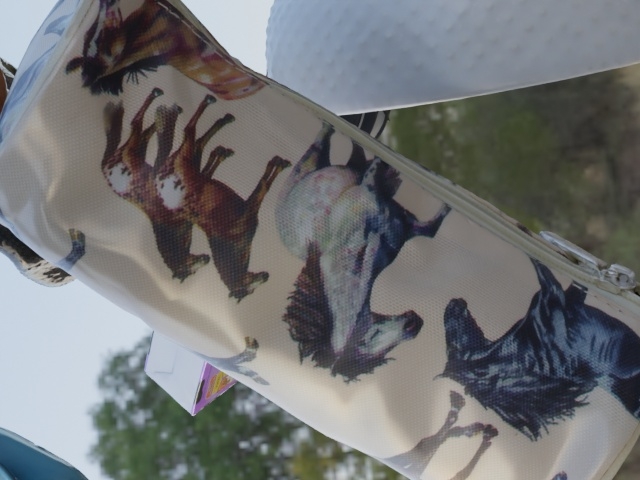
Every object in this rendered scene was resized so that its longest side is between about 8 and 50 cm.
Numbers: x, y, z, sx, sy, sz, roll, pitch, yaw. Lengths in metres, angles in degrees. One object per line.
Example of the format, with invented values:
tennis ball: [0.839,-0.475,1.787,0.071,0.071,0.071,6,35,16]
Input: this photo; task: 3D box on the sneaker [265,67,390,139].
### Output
sneaker: [0.021,-0.197,1.362,0.153,0.099,0.282,-12,-61,-65]

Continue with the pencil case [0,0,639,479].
pencil case: [0.000,0.000,0.775,0.183,0.410,0.160,-55,11,10]

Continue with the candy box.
candy box: [-0.064,0.048,1.291,0.196,0.070,0.165,-36,-23,-37]

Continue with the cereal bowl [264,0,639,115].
cereal bowl: [0.121,-0.186,0.970,0.339,0.339,0.141,-52,-47,-77]

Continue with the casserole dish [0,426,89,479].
casserole dish: [-0.142,0.163,0.697,0.037,0.114,0.188,-41,-41,-38]

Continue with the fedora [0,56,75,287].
fedora: [-0.264,-0.050,1.311,0.152,0.334,0.334,-54,-11,1]

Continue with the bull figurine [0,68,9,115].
bull figurine: [-0.269,-0.072,0.957,0.310,0.101,0.188,-85,-10,-58]
